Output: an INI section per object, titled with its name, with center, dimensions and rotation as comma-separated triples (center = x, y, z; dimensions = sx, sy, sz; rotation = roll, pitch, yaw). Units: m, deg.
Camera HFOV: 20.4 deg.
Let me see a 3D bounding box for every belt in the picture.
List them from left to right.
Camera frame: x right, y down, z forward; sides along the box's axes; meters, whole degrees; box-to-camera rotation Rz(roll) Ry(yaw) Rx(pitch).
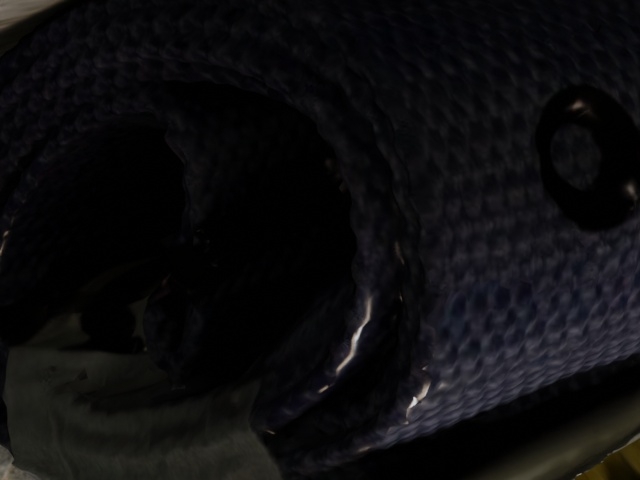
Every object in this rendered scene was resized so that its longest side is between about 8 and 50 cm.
[belt]
center = 0.000, 0.000, 0.451
dimensions = 0.126, 0.140, 0.230
rotation = -13, 179, -36

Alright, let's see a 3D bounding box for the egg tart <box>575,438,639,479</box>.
[egg tart]
center = 0.218, 0.006, 0.613
dimensions = 0.443, 0.178, 0.443
rotation = -9, 162, -3
